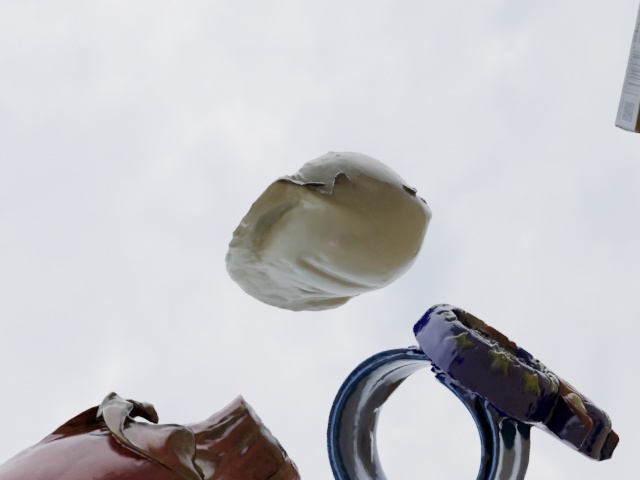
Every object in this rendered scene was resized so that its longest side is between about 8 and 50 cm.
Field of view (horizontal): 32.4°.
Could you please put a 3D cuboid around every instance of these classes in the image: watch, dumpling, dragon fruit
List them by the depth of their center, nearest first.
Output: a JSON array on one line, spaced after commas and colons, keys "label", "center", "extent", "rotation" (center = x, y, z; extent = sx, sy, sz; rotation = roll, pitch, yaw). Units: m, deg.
[{"label": "dragon fruit", "center": [-0.146, 0.241, 0.710], "extent": [0.315, 0.250, 0.250], "rotation": [-18, -71, -13]}, {"label": "watch", "center": [0.118, 0.174, 0.993], "extent": [0.200, 0.196, 0.171], "rotation": [-52, -37, 8]}, {"label": "dumpling", "center": [0.000, -0.004, 1.274], "extent": [0.243, 0.227, 0.175], "rotation": [29, -148, -22]}]

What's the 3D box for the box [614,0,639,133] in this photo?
[{"label": "box", "center": [0.305, -0.195, 0.967], "extent": [0.050, 0.041, 0.207], "rotation": [3, -76, -18]}]
